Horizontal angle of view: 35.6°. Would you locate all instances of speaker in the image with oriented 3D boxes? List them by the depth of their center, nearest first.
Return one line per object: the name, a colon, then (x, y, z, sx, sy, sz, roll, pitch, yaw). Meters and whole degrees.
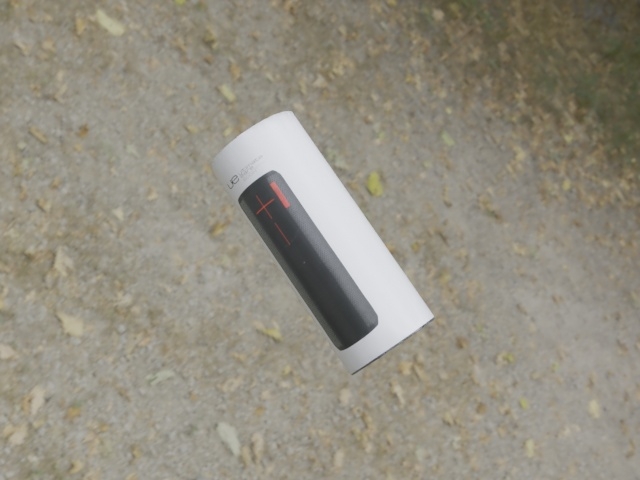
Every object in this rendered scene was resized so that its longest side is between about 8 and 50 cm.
speaker: (0.000, 0.000, 0.526, 0.055, 0.055, 0.136, -27, 81, -49)
